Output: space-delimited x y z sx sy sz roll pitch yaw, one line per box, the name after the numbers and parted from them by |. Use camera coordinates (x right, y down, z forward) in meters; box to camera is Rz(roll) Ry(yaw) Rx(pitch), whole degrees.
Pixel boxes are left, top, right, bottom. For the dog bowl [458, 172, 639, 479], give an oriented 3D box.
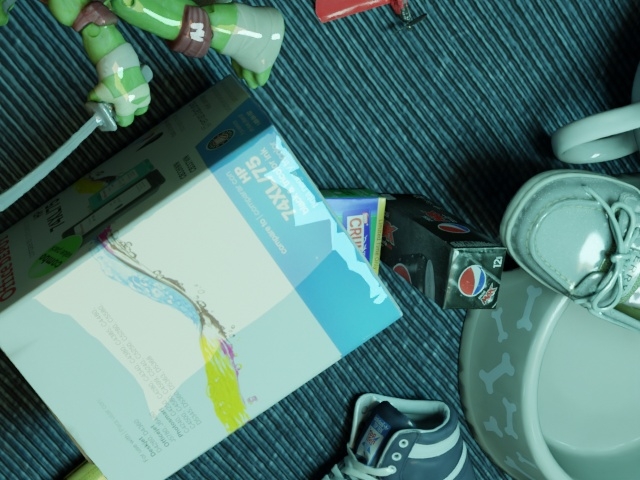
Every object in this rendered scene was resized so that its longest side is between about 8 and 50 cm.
0.312 0.113 1.679 0.349 0.102 0.348 -7 109 -20 | dog bowl

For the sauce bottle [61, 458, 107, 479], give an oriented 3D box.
-0.214 0.225 1.526 0.128 0.042 0.042 -39 118 -4 | sauce bottle

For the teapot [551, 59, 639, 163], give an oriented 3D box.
0.386 -0.111 1.597 0.256 0.187 0.252 39 68 -4 | teapot

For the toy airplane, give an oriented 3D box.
0.059 -0.251 1.487 0.151 0.028 0.151 -7 111 -20 | toy airplane

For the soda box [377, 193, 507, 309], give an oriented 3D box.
0.100 0.008 1.513 0.053 0.169 0.060 2 107 -23 | soda box

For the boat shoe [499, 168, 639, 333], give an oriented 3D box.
0.302 0.032 1.531 0.320 0.103 0.118 29 95 -28 | boat shoe

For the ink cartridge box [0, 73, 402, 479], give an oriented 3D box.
-0.115 0.035 1.389 0.270 0.198 0.197 -35 112 -1 | ink cartridge box

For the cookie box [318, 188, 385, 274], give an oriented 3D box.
0.000 0.000 1.540 0.107 0.040 0.091 -2 108 -23 | cookie box

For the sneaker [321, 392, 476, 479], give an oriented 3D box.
0.022 0.245 1.598 0.282 0.099 0.153 -23 120 -22 | sneaker

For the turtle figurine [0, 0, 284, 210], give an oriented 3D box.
-0.183 -0.153 1.326 0.266 0.198 0.274 3 89 -38 | turtle figurine
